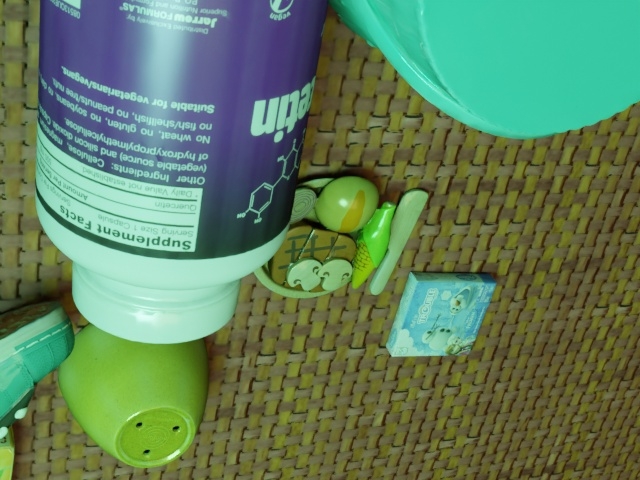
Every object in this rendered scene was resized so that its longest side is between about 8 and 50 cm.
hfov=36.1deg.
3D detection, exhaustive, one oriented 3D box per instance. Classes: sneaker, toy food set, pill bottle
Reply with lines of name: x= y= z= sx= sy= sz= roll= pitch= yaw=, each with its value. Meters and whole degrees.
sneaker: x=-0.305 y=0.168 z=0.761 sx=0.302 sy=0.108 sz=0.121 roll=-36 pitch=107 yaw=-10
toy food set: x=0.000 y=0.000 z=0.853 sx=0.192 sy=0.038 sz=0.132 roll=8 pitch=119 yaw=-27
pill bottle: x=-0.096 y=-0.096 z=0.658 sx=0.181 sy=0.181 sz=0.323 roll=-3 pitch=123 yaw=-21

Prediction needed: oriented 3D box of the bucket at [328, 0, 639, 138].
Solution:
bucket: x=0.138 y=-0.216 z=0.674 sx=0.281 sy=0.183 sz=0.281 roll=-11 pitch=126 yaw=-16

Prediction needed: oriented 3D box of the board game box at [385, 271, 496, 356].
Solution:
board game box: x=0.118 y=0.073 z=0.965 sx=0.090 sy=0.020 sz=0.090 roll=2 pitch=121 yaw=-22

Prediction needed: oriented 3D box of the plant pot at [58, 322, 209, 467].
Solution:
plant pot: x=-0.153 y=0.138 z=0.846 sx=0.134 sy=0.095 sz=0.134 roll=-11 pitch=125 yaw=-16

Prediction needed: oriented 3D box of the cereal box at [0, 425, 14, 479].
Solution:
cereal box: x=-0.395 y=0.235 z=0.840 sx=0.240 sy=0.047 sz=0.173 roll=4 pitch=119 yaw=-24
